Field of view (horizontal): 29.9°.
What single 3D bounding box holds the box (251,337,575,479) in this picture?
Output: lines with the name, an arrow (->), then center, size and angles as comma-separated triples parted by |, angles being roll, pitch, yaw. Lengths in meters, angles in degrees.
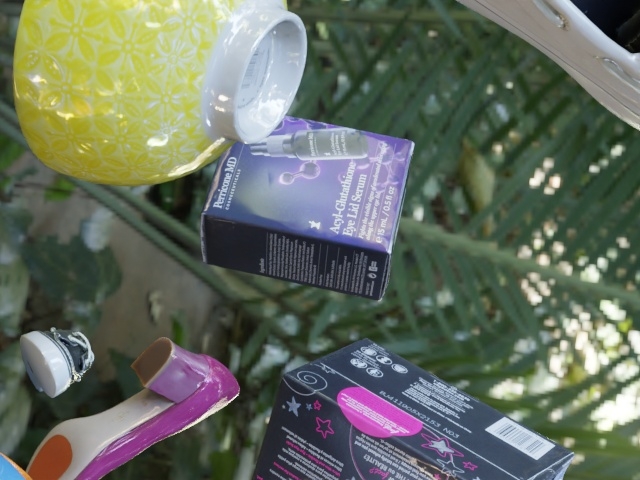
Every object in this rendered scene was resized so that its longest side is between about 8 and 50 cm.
box -> 0.084, 0.222, 1.141 | 0.163, 0.247, 0.142 | -16, 129, -57

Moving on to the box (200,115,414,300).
box -> -0.014, -0.041, 1.314 | 0.108, 0.207, 0.153 | 96, 6, -58

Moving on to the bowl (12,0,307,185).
bowl -> -0.106, -0.162, 1.020 | 0.289, 0.156, 0.289 | -52, 156, -36

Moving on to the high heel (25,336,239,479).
high heel -> -0.296, 0.320, 1.867 | 0.181, 0.377, 0.127 | 39, 14, -42

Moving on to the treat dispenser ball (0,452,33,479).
treat dispenser ball -> -0.468, 0.385, 1.460 | 0.288, 0.288, 0.288 | 7, 90, -76

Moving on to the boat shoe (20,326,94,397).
boat shoe -> -0.304, 0.132, 1.394 | 0.077, 0.070, 0.219 | 66, -18, -3

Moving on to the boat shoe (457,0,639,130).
boat shoe -> 0.160, -0.108, 0.546 | 0.096, 0.268, 0.088 | -62, -158, 1
